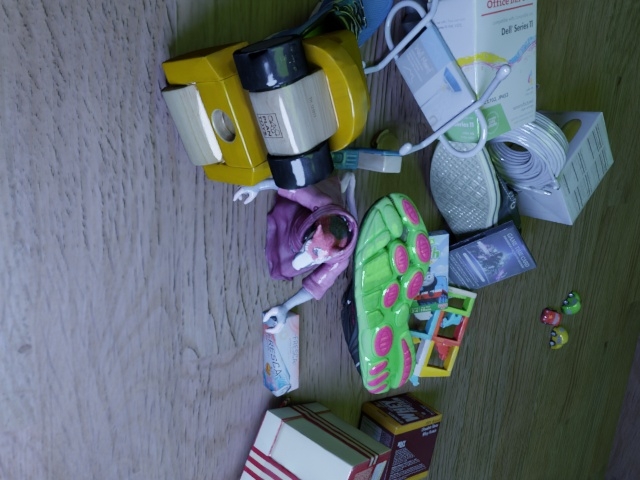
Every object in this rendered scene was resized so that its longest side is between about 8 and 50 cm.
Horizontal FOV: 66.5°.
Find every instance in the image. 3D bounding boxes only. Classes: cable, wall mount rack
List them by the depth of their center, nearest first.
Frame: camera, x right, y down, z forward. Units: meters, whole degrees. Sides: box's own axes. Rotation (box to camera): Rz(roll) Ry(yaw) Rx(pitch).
[{"bbox_3d":[0.216,-0.325,0.920,0.130,0.304,0.350,-25,84,-35],"label":"wall mount rack"},{"bbox_3d":[0.497,-0.240,1.253,0.089,0.257,0.257,-57,145,-16],"label":"cable"}]

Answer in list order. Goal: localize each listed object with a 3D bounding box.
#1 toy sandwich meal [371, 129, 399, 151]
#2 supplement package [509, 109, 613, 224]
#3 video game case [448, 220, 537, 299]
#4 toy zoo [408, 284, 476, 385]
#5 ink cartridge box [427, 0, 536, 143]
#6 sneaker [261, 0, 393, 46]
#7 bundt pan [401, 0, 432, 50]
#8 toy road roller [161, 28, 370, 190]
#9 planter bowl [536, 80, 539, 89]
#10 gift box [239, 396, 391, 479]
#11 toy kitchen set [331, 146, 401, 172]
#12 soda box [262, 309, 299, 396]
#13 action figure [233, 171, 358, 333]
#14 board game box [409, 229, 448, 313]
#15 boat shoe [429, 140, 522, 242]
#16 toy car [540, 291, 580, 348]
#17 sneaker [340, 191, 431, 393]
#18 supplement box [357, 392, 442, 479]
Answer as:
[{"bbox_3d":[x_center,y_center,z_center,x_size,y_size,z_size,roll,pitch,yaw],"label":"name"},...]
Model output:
[{"bbox_3d":[0.149,-0.214,1.138,0.085,0.029,0.086,-17,117,-38],"label":"toy sandwich meal"},{"bbox_3d":[0.692,-0.222,1.448,0.263,0.199,0.198,-50,127,-15],"label":"supplement package"},{"bbox_3d":[0.415,0.064,1.312,0.274,0.026,0.196,-26,132,23],"label":"video game case"},{"bbox_3d":[0.302,0.261,1.352,0.192,0.030,0.293,15,96,-16],"label":"toy zoo"},{"bbox_3d":[0.338,-0.401,1.007,0.207,0.119,0.354,-26,118,-29],"label":"ink cartridge box"},{"bbox_3d":[0.036,-0.386,0.917,0.330,0.147,0.130,-45,126,-20],"label":"sneaker"},{"bbox_3d":[0.311,-0.499,1.114,0.330,0.124,0.331,-12,111,-34],"label":"bundt pan"},{"bbox_3d":[-0.068,-0.224,0.784,0.240,0.329,0.203,-40,126,-36],"label":"toy road roller"},{"bbox_3d":[0.461,-0.411,1.252,0.162,0.162,0.109,-16,87,-34],"label":"planter bowl"},{"bbox_3d":[-0.023,0.522,1.088,0.276,0.258,0.255,33,80,-59],"label":"gift box"},{"bbox_3d":[0.059,-0.228,0.999,0.207,0.122,0.166,-6,107,-37],"label":"toy kitchen set"},{"bbox_3d":[-0.087,0.242,1.071,0.063,0.058,0.183,-11,110,-36],"label":"soda box"},{"bbox_3d":[0.000,0.000,0.860,0.275,0.370,0.248,-11,97,-14],"label":"action figure"},{"bbox_3d":[0.247,0.086,1.255,0.160,0.039,0.212,-7,110,-6],"label":"board game box"},{"bbox_3d":[0.425,-0.108,1.294,0.156,0.186,0.500,-53,134,-19],"label":"boat shoe"},{"bbox_3d":[0.961,0.294,1.914,0.225,0.053,0.239,-46,127,-17],"label":"toy car"},{"bbox_3d":[0.115,0.119,1.095,0.185,0.202,0.483,-10,118,-26],"label":"sneaker"},{"bbox_3d":[0.210,0.553,1.353,0.191,0.129,0.194,3,102,-39],"label":"supplement box"}]
